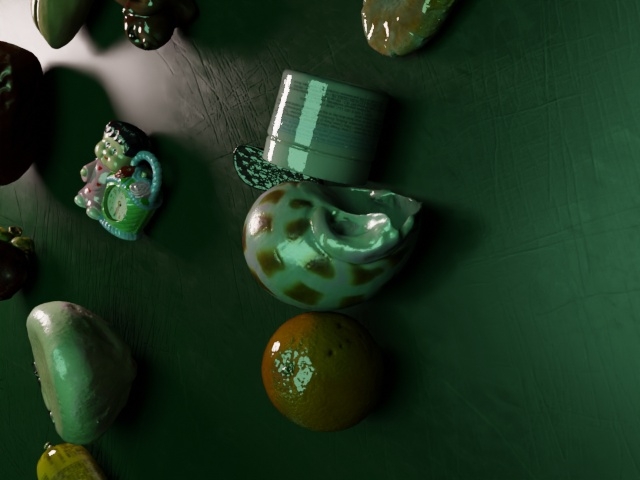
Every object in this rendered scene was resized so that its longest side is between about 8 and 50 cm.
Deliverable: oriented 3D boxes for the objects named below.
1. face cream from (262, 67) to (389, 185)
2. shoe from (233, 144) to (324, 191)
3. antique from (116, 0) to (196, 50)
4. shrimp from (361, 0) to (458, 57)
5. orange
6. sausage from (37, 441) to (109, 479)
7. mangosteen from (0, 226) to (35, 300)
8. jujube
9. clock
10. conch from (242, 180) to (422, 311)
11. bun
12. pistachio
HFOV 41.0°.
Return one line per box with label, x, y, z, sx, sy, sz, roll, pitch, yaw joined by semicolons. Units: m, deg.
face cream;0.009;-0.182;1.360;0.177;0.177;0.152;23;102;35
shoe;-0.070;-0.117;1.507;0.179;0.049;0.071;22;109;16
antique;-0.346;-0.482;1.672;0.143;0.121;0.256;-37;67;31
shrimp;0.164;-0.427;1.312;0.168;0.077;0.317;50;120;30
orange;0.003;0.205;1.349;0.206;0.206;0.206;0;89;37
sausage;-0.474;0.549;1.755;0.347;0.123;0.123;47;116;28
mangosteen;-0.739;0.043;1.950;0.166;0.166;0.180;32;82;33
jujube;-0.724;-0.278;1.902;0.223;0.223;0.317;9;86;37
clock;-0.392;-0.125;1.719;0.194;0.100;0.195;38;114;27
conch;0.000;0.000;1.362;0.368;0.249;0.197;32;138;49
bun;-0.467;0.249;1.720;0.293;0.187;0.293;37;136;47
pistachio;-0.544;-0.515;1.815;0.136;0.136;0.226;46;125;28
